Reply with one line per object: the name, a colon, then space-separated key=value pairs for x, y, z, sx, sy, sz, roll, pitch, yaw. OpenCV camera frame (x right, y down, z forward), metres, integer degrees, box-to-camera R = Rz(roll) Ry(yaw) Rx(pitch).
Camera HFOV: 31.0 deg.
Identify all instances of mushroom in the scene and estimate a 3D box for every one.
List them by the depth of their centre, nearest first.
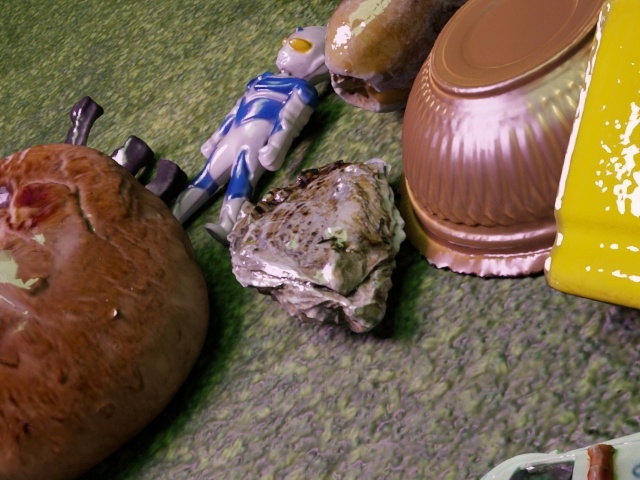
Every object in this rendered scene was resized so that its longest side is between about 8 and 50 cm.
mushroom: x=-0.217 y=0.051 z=0.814 sx=0.278 sy=0.146 sz=0.278 roll=-4 pitch=62 yaw=7

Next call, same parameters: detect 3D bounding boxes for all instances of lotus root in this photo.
lotus root: x=0.083 y=-0.173 z=0.855 sx=0.192 sy=0.113 sz=0.088 roll=-41 pitch=69 yaw=-10

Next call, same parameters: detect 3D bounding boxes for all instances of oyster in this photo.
oyster: x=0.000 y=0.000 z=0.768 sx=0.125 sy=0.064 sz=0.177 roll=-20 pitch=31 yaw=26

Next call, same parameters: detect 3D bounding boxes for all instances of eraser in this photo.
eraser: x=0.207 y=-0.034 z=0.522 sx=0.226 sy=0.069 sz=0.158 roll=13 pitch=91 yaw=58

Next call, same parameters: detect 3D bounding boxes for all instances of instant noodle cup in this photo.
instant noodle cup: x=0.142 y=-0.105 z=0.727 sx=0.274 sy=0.091 sz=0.274 roll=-27 pitch=34 yaw=20

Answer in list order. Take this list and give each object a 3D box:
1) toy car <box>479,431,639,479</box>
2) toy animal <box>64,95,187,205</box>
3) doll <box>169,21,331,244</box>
toy car: x=0.130 y=0.119 z=0.486 sx=0.186 sy=0.058 sz=0.093 roll=-18 pitch=39 yaw=30
toy animal: x=-0.199 y=-0.048 z=1.017 sx=0.121 sy=0.094 sz=0.225 roll=-51 pitch=33 yaw=-2
doll: x=-0.049 y=-0.100 z=0.952 sx=0.114 sy=0.057 sz=0.227 roll=8 pitch=58 yaw=56
